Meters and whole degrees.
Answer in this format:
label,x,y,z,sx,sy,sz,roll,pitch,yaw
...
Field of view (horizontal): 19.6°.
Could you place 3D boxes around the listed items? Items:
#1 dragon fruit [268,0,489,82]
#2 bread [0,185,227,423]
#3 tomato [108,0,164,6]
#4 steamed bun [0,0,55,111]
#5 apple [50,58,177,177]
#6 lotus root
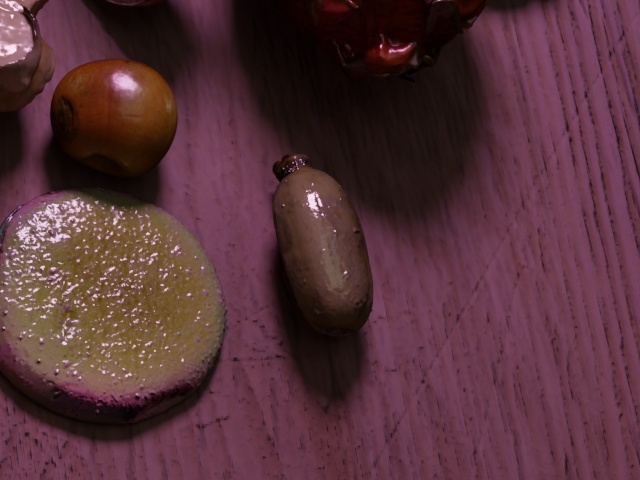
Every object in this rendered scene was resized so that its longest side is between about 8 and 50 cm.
label,x,y,z,sx,sy,sz,roll,pitch,yaw
dragon fruit,0.049,-0.323,1.762,0.277,0.277,0.342,-24,102,-29
bread,-0.190,0.052,1.625,0.228,0.033,0.228,8,64,-17
tomato,-0.169,-0.340,1.724,0.236,0.237,0.095,51,43,8
steamed bun,-0.329,-0.186,1.649,0.192,0.106,0.177,0,54,-11
apple,-0.186,-0.110,1.668,0.114,0.099,0.102,13,64,-19
lotus root,0.001,0.000,1.691,0.077,0.090,0.183,-16,67,2
